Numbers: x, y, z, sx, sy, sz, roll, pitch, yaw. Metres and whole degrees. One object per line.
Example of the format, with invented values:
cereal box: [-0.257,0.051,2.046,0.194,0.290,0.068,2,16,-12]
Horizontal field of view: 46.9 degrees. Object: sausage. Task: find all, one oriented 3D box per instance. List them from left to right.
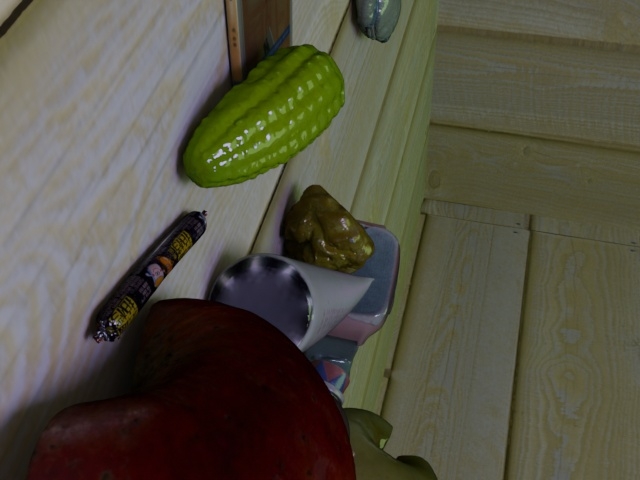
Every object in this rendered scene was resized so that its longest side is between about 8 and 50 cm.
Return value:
sausage: [-0.135,0.022,0.612,0.028,0.025,0.198,51,30,-13]

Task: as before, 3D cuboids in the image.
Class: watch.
watch: [0.035,0.112,1.231,0.241,0.161,0.254,94,11,-61]

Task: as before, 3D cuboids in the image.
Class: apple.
apple: [-0.113,0.241,0.571,0.328,0.295,0.365,-5,105,-47]
apple: [0.051,0.427,1.217,0.254,0.292,0.292,-52,170,5]

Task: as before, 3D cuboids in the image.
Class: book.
book: [-0.061,-0.227,0.792,0.170,0.018,0.242,-67,162,-49]

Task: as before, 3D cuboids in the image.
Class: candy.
candy: [-0.057,-0.114,0.707,0.209,0.096,0.097,-46,148,-41]

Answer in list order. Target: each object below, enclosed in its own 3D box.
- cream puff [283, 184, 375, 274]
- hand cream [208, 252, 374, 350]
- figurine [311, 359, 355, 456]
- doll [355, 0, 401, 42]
cream puff: [0.000,0.000,1.044,0.116,0.146,0.146,-41,167,2]
hand cream: [-0.031,0.087,0.923,0.185,0.118,0.358,-37,169,5]
figurine: [-0.036,0.280,1.005,0.276,0.161,0.158,-70,150,-59]
doll: [0.104,-0.411,1.313,0.214,0.071,0.104,-6,104,-74]
